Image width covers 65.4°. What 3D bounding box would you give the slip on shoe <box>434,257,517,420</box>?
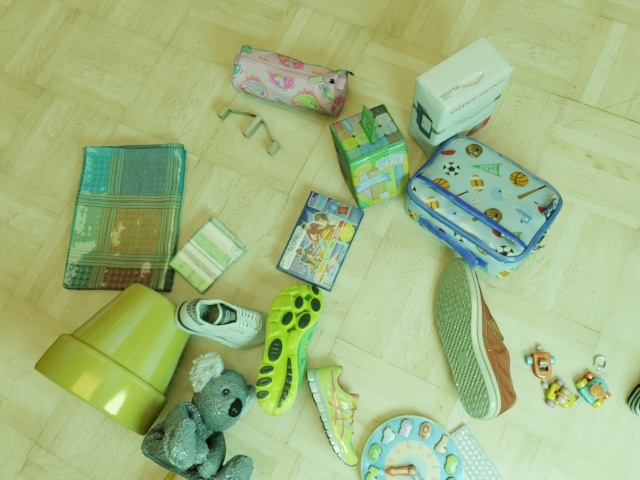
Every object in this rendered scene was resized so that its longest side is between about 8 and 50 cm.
[{"bbox_3d":[0.321,0.196,1.034,0.101,0.123,0.331,4,64,-30],"label":"slip on shoe"}]

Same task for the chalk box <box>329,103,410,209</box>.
[{"bbox_3d":[0.107,-0.193,1.080,0.132,0.213,0.132,-22,56,1],"label":"chalk box"}]

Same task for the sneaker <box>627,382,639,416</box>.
[{"bbox_3d":[0.728,0.282,0.981,0.132,0.086,0.228,38,92,9],"label":"sneaker"}]

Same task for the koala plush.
[{"bbox_3d":[-0.221,0.348,0.982,0.196,0.203,0.221,45,53,-27],"label":"koala plush"}]

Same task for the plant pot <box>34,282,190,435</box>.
[{"bbox_3d":[-0.394,0.229,1.026,0.254,0.254,0.239,27,64,12],"label":"plant pot"}]

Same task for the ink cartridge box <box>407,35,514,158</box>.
[{"bbox_3d":[0.296,-0.302,1.091,0.172,0.237,0.100,-33,75,-4],"label":"ink cartridge box"}]

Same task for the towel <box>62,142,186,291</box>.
[{"bbox_3d":[-0.471,-0.063,1.206,0.271,0.040,0.370,0,75,6],"label":"towel"}]

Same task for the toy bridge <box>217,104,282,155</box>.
[{"bbox_3d":[-0.168,-0.283,1.241,0.188,0.026,0.063,37,80,13],"label":"toy bridge"}]

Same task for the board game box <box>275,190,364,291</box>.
[{"bbox_3d":[0.000,0.000,1.144,0.136,0.035,0.201,23,78,11],"label":"board game box"}]

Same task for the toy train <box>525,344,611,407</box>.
[{"bbox_3d":[0.510,0.278,1.014,0.166,0.046,0.125,2,76,6],"label":"toy train"}]

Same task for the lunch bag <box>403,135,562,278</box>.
[{"bbox_3d":[0.343,-0.071,1.064,0.303,0.115,0.243,38,67,21],"label":"lunch bag"}]

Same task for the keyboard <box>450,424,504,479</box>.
[{"bbox_3d":[0.338,0.499,0.989,0.072,0.014,0.256,-33,74,-4],"label":"keyboard"}]

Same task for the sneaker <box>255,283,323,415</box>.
[{"bbox_3d":[-0.073,0.222,1.054,0.109,0.123,0.295,17,58,2],"label":"sneaker"}]

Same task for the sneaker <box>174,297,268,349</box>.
[{"bbox_3d":[-0.177,0.170,1.034,0.235,0.095,0.090,15,62,-35],"label":"sneaker"}]

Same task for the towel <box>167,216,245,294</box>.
[{"bbox_3d":[-0.264,0.034,1.160,0.113,0.023,0.152,42,85,3],"label":"towel"}]

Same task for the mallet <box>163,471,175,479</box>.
[{"bbox_3d":[-0.309,0.502,1.044,0.062,0.039,0.189,24,84,8],"label":"mallet"}]

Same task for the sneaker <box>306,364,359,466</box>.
[{"bbox_3d":[0.044,0.353,1.024,0.094,0.081,0.208,-19,76,-7],"label":"sneaker"}]

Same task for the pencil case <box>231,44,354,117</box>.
[{"bbox_3d":[-0.070,-0.389,1.213,0.284,0.124,0.124,18,78,11],"label":"pencil case"}]

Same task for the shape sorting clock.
[{"bbox_3d":[0.183,0.458,0.996,0.206,0.040,0.206,-1,79,7],"label":"shape sorting clock"}]
